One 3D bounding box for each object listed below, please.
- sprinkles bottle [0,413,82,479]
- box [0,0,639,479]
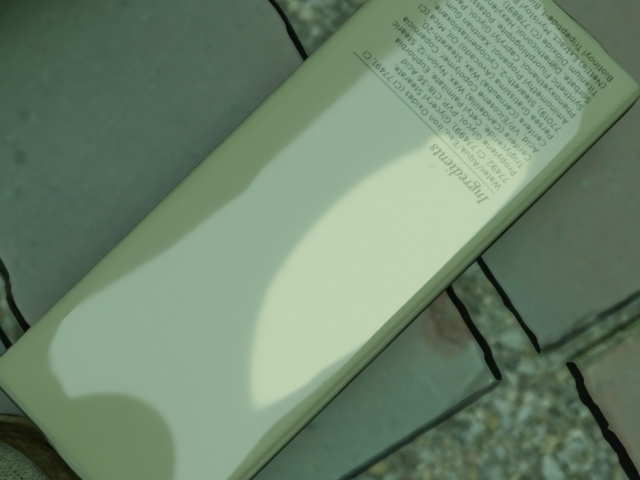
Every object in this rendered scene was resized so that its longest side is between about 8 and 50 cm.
[{"bbox_3d":[-0.153,0.122,0.397,0.121,0.355,0.121,0,85,2],"label":"sprinkles bottle"},{"bbox_3d":[0.000,0.000,0.534,0.275,0.094,0.113,-43,85,-2],"label":"box"}]
